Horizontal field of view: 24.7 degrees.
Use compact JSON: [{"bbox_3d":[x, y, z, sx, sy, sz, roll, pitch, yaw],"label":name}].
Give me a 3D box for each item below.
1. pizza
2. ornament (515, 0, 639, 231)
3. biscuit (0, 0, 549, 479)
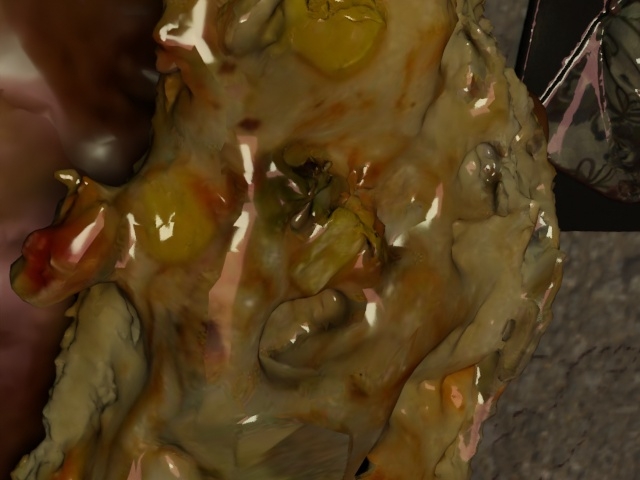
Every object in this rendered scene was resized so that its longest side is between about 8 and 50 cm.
[{"bbox_3d":[0.000,0.000,0.456,0.189,0.071,0.297,6,109,-27],"label":"pizza"},{"bbox_3d":[0.194,-0.046,0.629,0.153,0.196,0.166,-1,113,-22],"label":"ornament"},{"bbox_3d":[-0.124,0.075,0.574,0.343,0.166,0.395,13,107,-24],"label":"biscuit"}]
